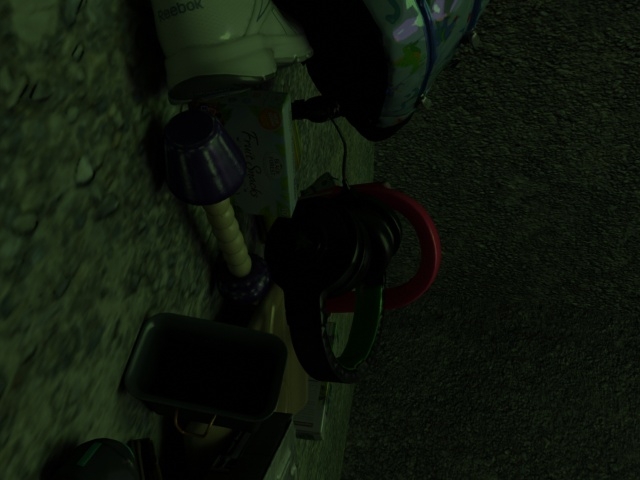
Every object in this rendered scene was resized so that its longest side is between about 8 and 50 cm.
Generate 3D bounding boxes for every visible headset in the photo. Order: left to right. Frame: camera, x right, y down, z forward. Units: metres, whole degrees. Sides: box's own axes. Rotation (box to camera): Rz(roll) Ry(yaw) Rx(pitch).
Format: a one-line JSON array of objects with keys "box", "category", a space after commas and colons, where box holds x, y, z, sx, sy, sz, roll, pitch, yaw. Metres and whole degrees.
[{"box": [0.000, 0.000, 0.836, 0.243, 0.185, 0.393, -19, 108, -64], "category": "headset"}]

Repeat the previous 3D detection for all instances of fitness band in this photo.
[{"box": [0.052, 0.015, 0.977, 0.054, 0.291, 0.208, -37, 117, -60], "category": "fitness band"}]

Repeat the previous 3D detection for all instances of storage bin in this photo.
[{"box": [-0.105, 0.140, 0.563, 0.091, 0.135, 0.098, 100, 1, -55], "category": "storage bin"}]

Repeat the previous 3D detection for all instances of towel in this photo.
[{"box": [-0.070, -0.110, 0.988, 0.102, 0.021, 0.237, 79, 18, -45], "category": "towel"}]

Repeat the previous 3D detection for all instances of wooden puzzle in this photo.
[{"box": [-0.101, 0.233, 0.821, 0.347, 0.081, 0.321, -62, 156, -57], "category": "wooden puzzle"}]

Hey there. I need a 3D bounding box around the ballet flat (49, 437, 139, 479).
[{"box": [-0.164, 0.246, 0.419, 0.074, 0.074, 0.203, 6, 83, -81], "category": "ballet flat"}]

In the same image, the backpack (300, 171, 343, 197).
[{"box": [0.010, -0.034, 1.088, 0.173, 0.117, 0.158, 83, -17, -73], "category": "backpack"}]

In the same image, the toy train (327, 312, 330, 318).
[{"box": [0.024, 0.152, 1.681, 0.027, 0.036, 0.158, 84, 14, -53], "category": "toy train"}]

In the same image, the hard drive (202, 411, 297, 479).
[{"box": [-0.076, 0.378, 0.607, 0.237, 0.064, 0.338, -38, 129, -78], "category": "hard drive"}]

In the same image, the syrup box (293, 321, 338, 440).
[{"box": [-0.023, 0.296, 1.275, 0.093, 0.097, 0.236, 79, 17, -62], "category": "syrup box"}]

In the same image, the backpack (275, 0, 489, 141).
[{"box": [0.062, -0.297, 0.733, 0.290, 0.273, 0.355, 58, 12, 2], "category": "backpack"}]

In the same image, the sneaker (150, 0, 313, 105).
[{"box": [-0.079, -0.220, 0.582, 0.297, 0.111, 0.129, -77, 154, -68], "category": "sneaker"}]

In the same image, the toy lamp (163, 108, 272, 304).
[{"box": [-0.102, -0.025, 0.629, 0.274, 0.080, 0.080, 83, 15, -59], "category": "toy lamp"}]

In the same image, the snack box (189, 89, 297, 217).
[{"box": [-0.080, -0.093, 0.652, 0.037, 0.100, 0.141, -75, 167, -47], "category": "snack box"}]

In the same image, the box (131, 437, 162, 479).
[{"box": [-0.138, 0.295, 0.495, 0.164, 0.021, 0.201, -150, -119, -64], "category": "box"}]
